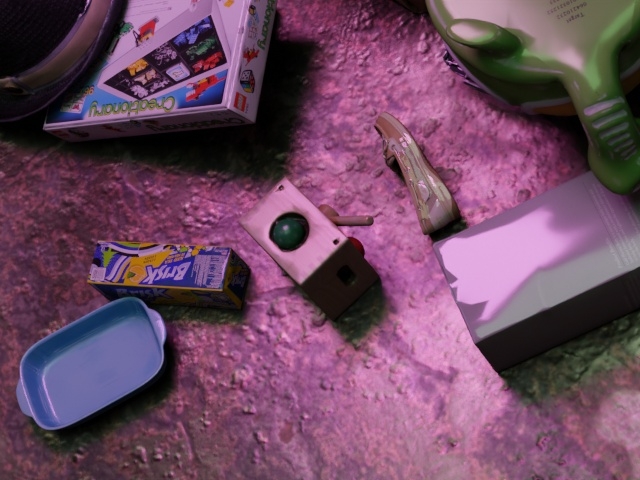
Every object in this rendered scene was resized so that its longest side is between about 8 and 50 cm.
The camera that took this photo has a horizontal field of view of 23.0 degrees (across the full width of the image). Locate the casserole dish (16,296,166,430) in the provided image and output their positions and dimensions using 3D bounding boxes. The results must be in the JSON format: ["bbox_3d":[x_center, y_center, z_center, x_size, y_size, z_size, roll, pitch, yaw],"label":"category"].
[{"bbox_3d":[-0.249,0.141,1.746,0.188,0.037,0.114,-28,60,6],"label":"casserole dish"}]

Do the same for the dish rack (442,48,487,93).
[{"bbox_3d":[0.264,-0.264,1.715,0.208,0.074,0.271,19,77,28],"label":"dish rack"}]

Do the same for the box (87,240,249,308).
[{"bbox_3d":[-0.169,0.038,1.748,0.169,0.059,0.054,3,68,22],"label":"box"}]

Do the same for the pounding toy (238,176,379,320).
[{"bbox_3d":[0.000,0.000,1.654,0.100,0.141,0.130,-44,60,-2],"label":"pounding toy"}]

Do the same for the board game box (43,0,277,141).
[{"bbox_3d":[-0.186,-0.220,1.812,0.305,0.053,0.192,-2,72,40],"label":"board game box"}]

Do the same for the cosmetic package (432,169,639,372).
[{"bbox_3d":[0.248,0.021,1.576,0.238,0.107,0.127,-25,60,12],"label":"cosmetic package"}]

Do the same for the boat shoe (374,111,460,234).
[{"bbox_3d":[0.095,-0.075,1.703,0.048,0.056,0.153,-32,67,-1],"label":"boat shoe"}]

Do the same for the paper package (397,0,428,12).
[{"bbox_3d":[0.085,-0.471,1.743,0.309,0.168,0.324,34,88,4],"label":"paper package"}]

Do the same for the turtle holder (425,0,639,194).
[{"bbox_3d":[0.252,-0.224,1.531,0.320,0.227,0.243,39,86,29],"label":"turtle holder"}]

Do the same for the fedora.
[{"bbox_3d":[-0.387,-0.303,1.877,0.334,0.152,0.334,-18,61,35],"label":"fedora"}]
